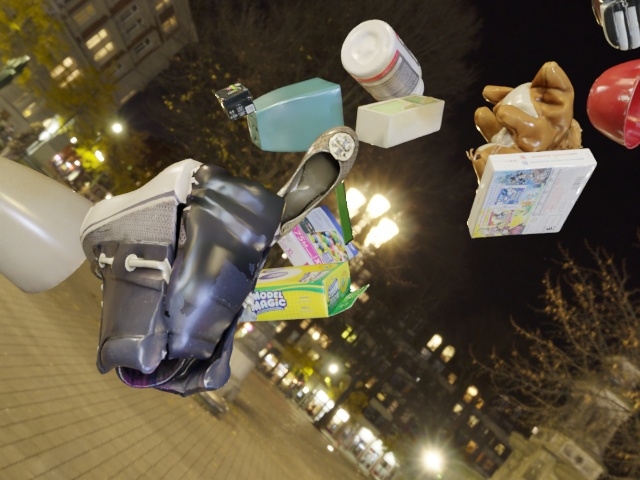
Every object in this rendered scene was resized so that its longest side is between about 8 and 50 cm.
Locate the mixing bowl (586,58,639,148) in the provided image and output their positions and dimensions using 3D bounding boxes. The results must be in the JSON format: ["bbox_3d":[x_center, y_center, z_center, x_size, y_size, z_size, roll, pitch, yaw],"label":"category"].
[{"bbox_3d":[0.616,-0.288,1.067,0.098,0.181,0.181,27,-21,43],"label":"mixing bowl"}]

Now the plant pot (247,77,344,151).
[{"bbox_3d":[-0.076,-0.335,1.443,0.165,0.234,0.166,-135,-148,-57],"label":"plant pot"}]

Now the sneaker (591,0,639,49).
[{"bbox_3d":[0.462,-0.453,0.835,0.106,0.162,0.281,-9,-69,21],"label":"sneaker"}]

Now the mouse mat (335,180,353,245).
[{"bbox_3d":[0.050,-0.069,1.140,0.190,0.007,0.153,110,-29,-85],"label":"mouse mat"}]

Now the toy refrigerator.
[{"bbox_3d":[0.217,-0.329,1.396,0.102,0.269,0.094,25,-56,34],"label":"toy refrigerator"}]

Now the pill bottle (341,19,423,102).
[{"bbox_3d":[0.212,-0.535,1.641,0.176,0.176,0.318,35,9,31],"label":"pill bottle"}]

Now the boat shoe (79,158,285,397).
[{"bbox_3d":[-0.164,0.049,0.474,0.127,0.158,0.340,25,-23,-26],"label":"boat shoe"}]

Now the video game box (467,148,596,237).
[{"bbox_3d":[0.400,-0.086,1.014,0.205,0.187,0.048,88,-4,-54],"label":"video game box"}]

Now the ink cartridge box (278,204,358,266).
[{"bbox_3d":[0.000,0.000,1.509,0.186,0.065,0.311,56,28,6],"label":"ink cartridge box"}]

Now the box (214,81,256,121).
[{"bbox_3d":[-0.183,-0.298,1.118,0.083,0.062,0.052,49,-16,55],"label":"box"}]

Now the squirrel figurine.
[{"bbox_3d":[0.651,-0.280,1.654,0.397,0.371,0.281,34,-17,-30],"label":"squirrel figurine"}]

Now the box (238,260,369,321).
[{"bbox_3d":[-0.041,0.057,0.584,0.105,0.179,0.043,-29,114,-71],"label":"box"}]

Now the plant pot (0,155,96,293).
[{"bbox_3d":[-0.671,-0.061,1.131,0.256,0.256,0.274,31,-15,41],"label":"plant pot"}]

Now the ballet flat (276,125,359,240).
[{"bbox_3d":[-0.025,-0.089,0.881,0.084,0.250,0.058,42,6,-14],"label":"ballet flat"}]
